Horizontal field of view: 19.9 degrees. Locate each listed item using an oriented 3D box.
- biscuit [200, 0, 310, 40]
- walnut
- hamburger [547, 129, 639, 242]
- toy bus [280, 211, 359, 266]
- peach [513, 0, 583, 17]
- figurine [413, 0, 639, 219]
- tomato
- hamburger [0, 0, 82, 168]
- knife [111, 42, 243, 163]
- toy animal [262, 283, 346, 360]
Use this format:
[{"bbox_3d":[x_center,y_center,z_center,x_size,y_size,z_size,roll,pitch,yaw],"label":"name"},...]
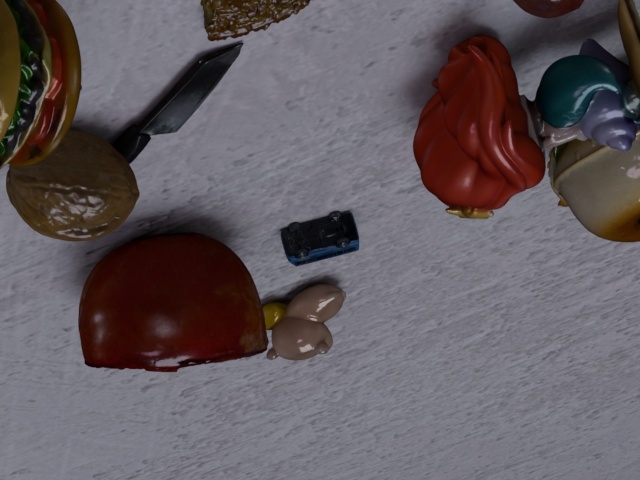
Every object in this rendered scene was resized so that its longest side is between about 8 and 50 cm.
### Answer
[{"bbox_3d":[-0.038,-0.235,1.541,0.126,0.025,0.206,-10,153,-14],"label":"biscuit"},{"bbox_3d":[-0.231,-0.050,1.701,0.124,0.105,0.105,6,148,-14],"label":"walnut"},{"bbox_3d":[0.350,-0.089,1.917,0.236,0.147,0.237,-17,160,-6],"label":"hamburger"},{"bbox_3d":[0.000,0.000,2.007,0.083,0.038,0.046,-15,157,-2],"label":"toy bus"},{"bbox_3d":[0.203,-0.237,1.623,0.083,0.083,0.083,-13,154,-7],"label":"peach"},{"bbox_3d":[0.202,-0.125,1.754,0.257,0.181,0.208,-22,-170,13],"label":"figurine"},{"bbox_3d":[-0.158,0.061,1.926,0.200,0.140,0.233,-3,-174,-12],"label":"tomato"},{"bbox_3d":[-0.267,-0.134,1.470,0.115,0.162,0.162,1,149,-44],"label":"hamburger"},{"bbox_3d":[-0.143,-0.118,1.720,0.060,0.028,0.230,-6,151,-47],"label":"knife"},{"bbox_3d":[-0.011,0.105,2.155,0.114,0.082,0.091,-24,154,13],"label":"toy animal"}]
